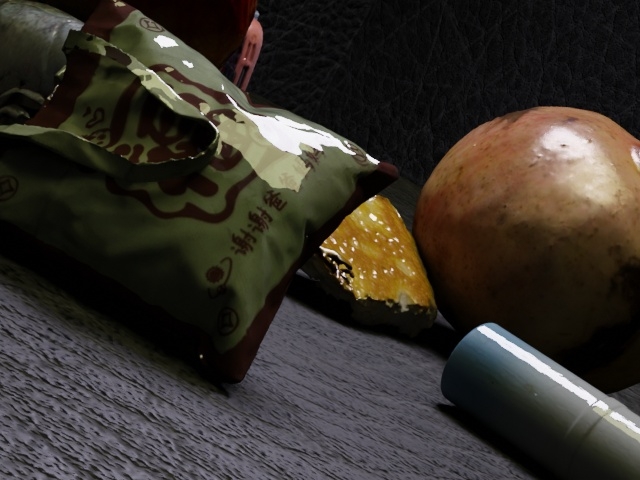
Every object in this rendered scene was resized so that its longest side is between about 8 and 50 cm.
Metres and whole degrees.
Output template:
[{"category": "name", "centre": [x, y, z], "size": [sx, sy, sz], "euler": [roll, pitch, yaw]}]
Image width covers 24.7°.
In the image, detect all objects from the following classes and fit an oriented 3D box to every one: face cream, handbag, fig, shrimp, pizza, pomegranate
[{"category": "face cream", "centre": [0.208, 0.156, 1.124], "size": [0.250, 0.077, 0.077], "euler": [33, 8, 33]}, {"category": "handbag", "centre": [-0.094, -0.038, 0.943], "size": [0.235, 0.213, 0.127], "euler": [32, -33, 6]}, {"category": "fig", "centre": [-0.165, -0.197, 1.319], "size": [0.191, 0.190, 0.290], "euler": [28, -29, -3]}, {"category": "shrimp", "centre": [-0.191, -0.097, 1.152], "size": [0.116, 0.145, 0.343], "euler": [3, 18, -45]}, {"category": "pizza", "centre": [0.000, 0.000, 1.372], "size": [0.297, 0.071, 0.189], "euler": [24, 33, -50]}, {"category": "pomegranate", "centre": [0.253, 0.014, 1.516], "size": [0.322, 0.322, 0.322], "euler": [28, 7, -4]}]

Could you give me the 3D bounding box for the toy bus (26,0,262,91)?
[{"category": "toy bus", "centre": [-0.265, -0.249, 1.707], "size": [0.233, 0.203, 0.427], "euler": [12, 15, -42]}]
